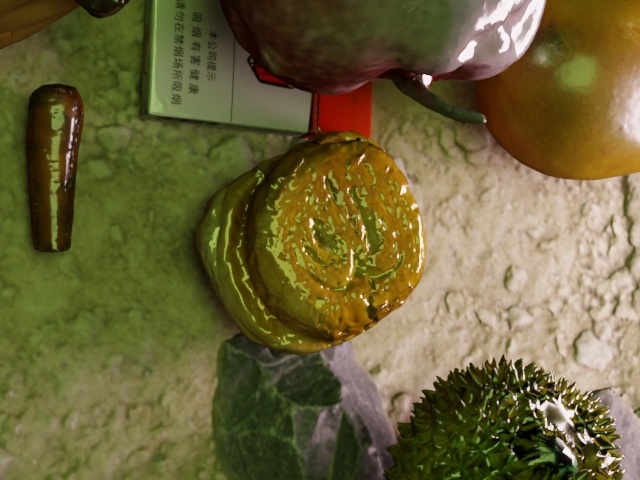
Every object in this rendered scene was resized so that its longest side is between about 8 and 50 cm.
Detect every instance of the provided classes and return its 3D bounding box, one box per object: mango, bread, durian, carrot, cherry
[{"bbox_3d":[0.313,-0.166,1.794,0.317,0.173,0.211,6,81,-30],"label":"mango"},{"bbox_3d":[0.001,0.003,1.653,0.236,0.120,0.198,-29,97,-24],"label":"bread"},{"bbox_3d":[0.181,0.253,1.657,0.291,0.225,0.291,38,42,-44],"label":"durian"},{"bbox_3d":[-0.255,-0.069,1.588,0.055,0.055,0.161,3,89,-24],"label":"carrot"},{"bbox_3d":[0.071,-0.288,1.586,0.326,0.291,0.335,21,86,-18],"label":"cherry"}]

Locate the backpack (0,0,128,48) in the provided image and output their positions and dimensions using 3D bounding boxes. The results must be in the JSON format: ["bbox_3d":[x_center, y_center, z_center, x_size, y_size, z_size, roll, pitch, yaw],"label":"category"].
[{"bbox_3d":[-0.331,-0.328,1.502,0.378,0.201,0.353,-34,102,-18],"label":"backpack"}]

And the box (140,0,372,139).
[{"bbox_3d":[-0.062,-0.177,1.697,0.245,0.035,0.139,7,80,-23],"label":"box"}]
